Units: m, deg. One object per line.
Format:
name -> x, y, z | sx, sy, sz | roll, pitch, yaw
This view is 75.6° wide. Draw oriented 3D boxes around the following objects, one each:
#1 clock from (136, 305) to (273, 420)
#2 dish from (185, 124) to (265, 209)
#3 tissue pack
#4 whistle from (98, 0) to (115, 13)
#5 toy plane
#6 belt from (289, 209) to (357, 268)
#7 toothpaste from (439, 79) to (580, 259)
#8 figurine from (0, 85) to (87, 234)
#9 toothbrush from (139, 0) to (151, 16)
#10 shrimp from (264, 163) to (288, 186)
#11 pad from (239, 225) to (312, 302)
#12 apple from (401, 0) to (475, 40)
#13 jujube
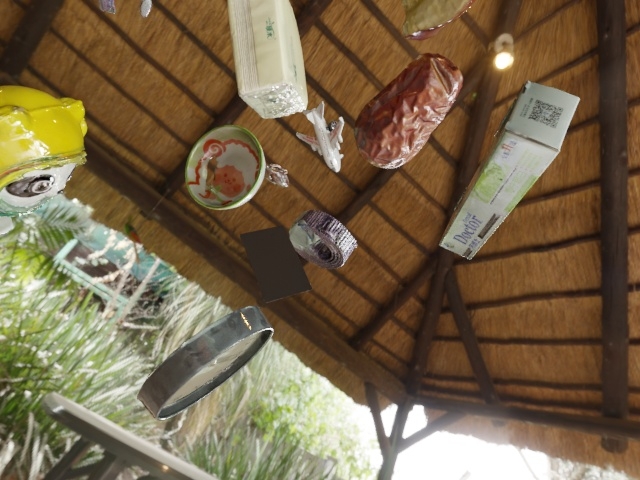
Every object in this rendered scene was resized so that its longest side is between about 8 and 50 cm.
clock -> -0.293, 0.331, 1.115 | 0.076, 0.386, 0.386 | 48, -26, 16
dish -> -0.339, -0.260, 1.561 | 0.323, 0.325, 0.124 | 15, -5, 21
tissue pack -> -0.180, -0.660, 1.457 | 0.207, 0.381, 0.297 | -8, 0, 9
whistle -> -0.443, -0.524, 0.837 | 0.033, 0.033, 0.176 | 35, -19, -12
toy plane -> 0.013, -0.254, 1.031 | 0.162, 0.065, 0.171 | -3, -56, 48
belt -> 0.000, 0.000, 1.674 | 0.260, 0.122, 0.325 | 38, -23, -8
toothpaste -> 0.248, -0.074, 0.595 | 0.067, 0.081, 0.337 | 26, -18, 14
figurine -> -0.611, -0.156, 0.788 | 0.340, 0.324, 0.231 | -33, -76, 17
toothbrush -> -0.495, -0.887, 1.285 | 0.035, 0.042, 0.413 | 9, -41, -37
shrimp -> -0.182, -0.269, 1.673 | 0.073, 0.075, 0.190 | 29, 1, 27
pad -> -0.145, 0.068, 1.320 | 0.265, 0.159, 0.009 | 64, -26, 29
apple -> 0.095, -0.262, 0.319 | 0.147, 0.156, 0.158 | -32, -76, 13
jujube -> 0.238, -0.354, 1.150 | 0.216, 0.216, 0.342 | 35, -49, -13
